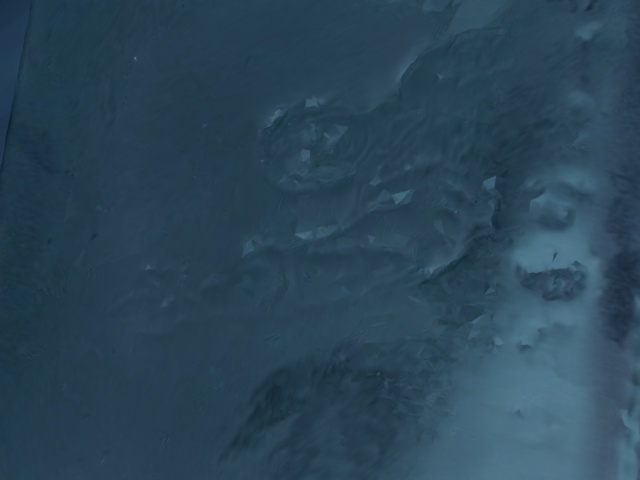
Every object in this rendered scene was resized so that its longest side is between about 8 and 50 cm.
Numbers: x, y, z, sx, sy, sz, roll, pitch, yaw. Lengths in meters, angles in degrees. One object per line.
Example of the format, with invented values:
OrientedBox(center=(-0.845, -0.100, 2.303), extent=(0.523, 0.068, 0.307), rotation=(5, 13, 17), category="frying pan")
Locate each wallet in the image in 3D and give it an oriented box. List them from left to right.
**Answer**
OrientedBox(center=(0.000, 0.001, 0.596), extent=(0.251, 0.054, 0.290), rotation=(4, 78, 21), category="wallet")
